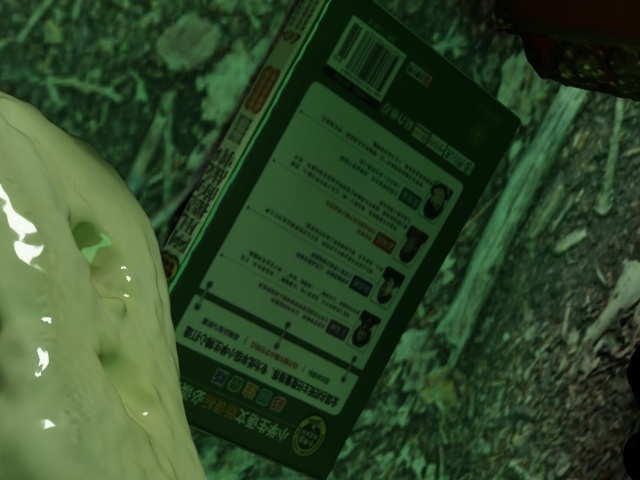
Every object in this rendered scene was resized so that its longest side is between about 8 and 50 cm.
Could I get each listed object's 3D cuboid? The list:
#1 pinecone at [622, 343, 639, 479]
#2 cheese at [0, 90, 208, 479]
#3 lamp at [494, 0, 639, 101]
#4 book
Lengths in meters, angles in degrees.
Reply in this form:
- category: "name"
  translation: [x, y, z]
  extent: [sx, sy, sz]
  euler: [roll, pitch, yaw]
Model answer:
- category: "pinecone"
  translation: [0.408, 0.154, 1.282]
  extent: [0.397, 0.397, 0.398]
  euler: [-20, 123, -35]
- category: "cheese"
  translation: [-0.142, 0.056, 0.806]
  extent: [0.173, 0.251, 0.248]
  euler: [25, 77, -47]
- category: "lamp"
  translation: [0.225, -0.154, 0.995]
  extent: [0.177, 0.274, 0.177]
  euler: [-11, 107, -39]
- category: "book"
  translation: [0.000, 0.000, 1.038]
  extent: [0.202, 0.027, 0.264]
  euler: [31, 87, -48]
